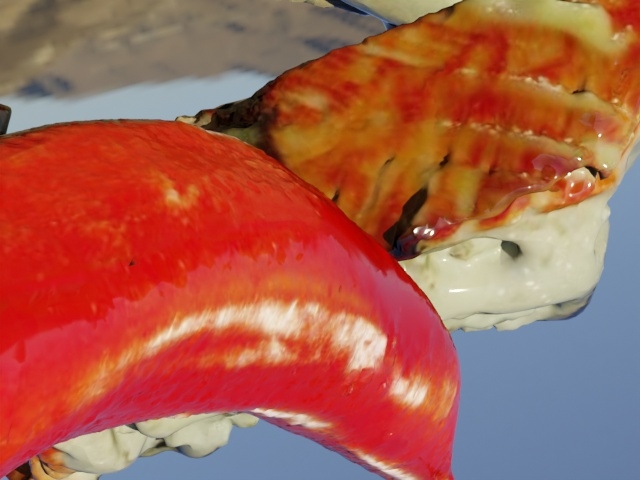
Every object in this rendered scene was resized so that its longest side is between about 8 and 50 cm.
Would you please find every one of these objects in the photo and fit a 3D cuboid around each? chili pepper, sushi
[{"bbox_3d":[-0.053,0.037,0.492,0.092,0.137,0.368,11,-170,40],"label":"chili pepper"},{"bbox_3d":[0.000,0.000,0.770,0.332,0.124,0.130,-20,153,11],"label":"sushi"}]

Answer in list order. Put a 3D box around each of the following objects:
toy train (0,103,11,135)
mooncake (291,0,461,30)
[{"bbox_3d":[-0.204,-0.056,0.865,0.138,0.050,0.087,15,-166,-13],"label":"toy train"},{"bbox_3d":[0.056,-0.234,1.193,0.136,0.250,0.254,-51,-158,38],"label":"mooncake"}]
